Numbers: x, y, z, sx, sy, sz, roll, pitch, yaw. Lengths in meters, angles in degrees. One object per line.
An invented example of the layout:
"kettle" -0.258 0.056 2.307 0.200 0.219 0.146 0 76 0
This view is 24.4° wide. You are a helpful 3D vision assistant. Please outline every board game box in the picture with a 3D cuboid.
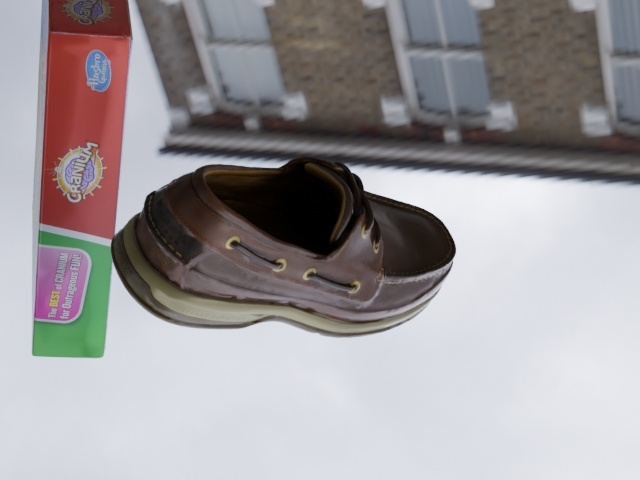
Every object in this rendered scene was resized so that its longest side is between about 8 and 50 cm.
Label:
"board game box" -0.213 -0.094 1.289 0.064 0.316 0.242 2 -146 -12

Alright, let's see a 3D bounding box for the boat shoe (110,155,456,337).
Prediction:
"boat shoe" 0.000 0.000 0.616 0.178 0.060 0.064 2 -132 -45
